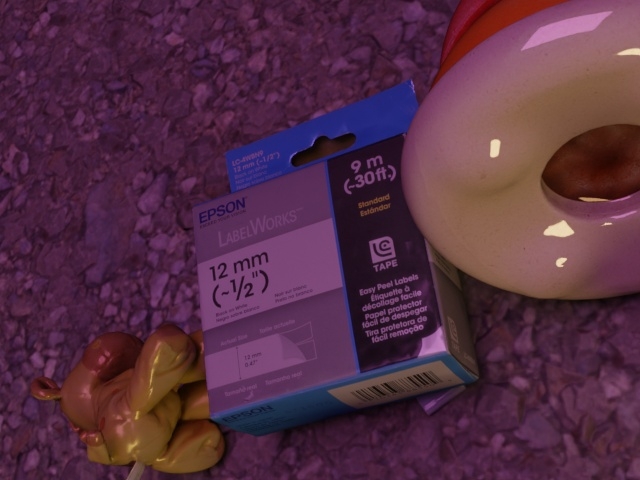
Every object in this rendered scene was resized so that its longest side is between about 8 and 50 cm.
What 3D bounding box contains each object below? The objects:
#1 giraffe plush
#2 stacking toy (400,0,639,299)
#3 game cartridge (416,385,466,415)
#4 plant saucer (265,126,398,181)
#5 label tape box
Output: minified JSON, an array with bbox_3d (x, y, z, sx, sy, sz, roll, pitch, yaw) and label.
[{"bbox_3d":[-0.206,0.169,1.092,0.170,0.181,0.210,22,63,43],"label":"giraffe plush"},{"bbox_3d":[0.241,-0.216,0.977,0.350,0.350,0.480,-17,48,19],"label":"stacking toy"},{"bbox_3d":[0.110,0.130,1.033,0.056,0.017,0.083,-37,58,4],"label":"game cartridge"},{"bbox_3d":[0.029,-0.010,1.117,0.241,0.037,0.241,-10,66,23],"label":"plant saucer"},{"bbox_3d":[0.000,0.000,1.040,0.249,0.115,0.348,-18,65,19],"label":"label tape box"}]
